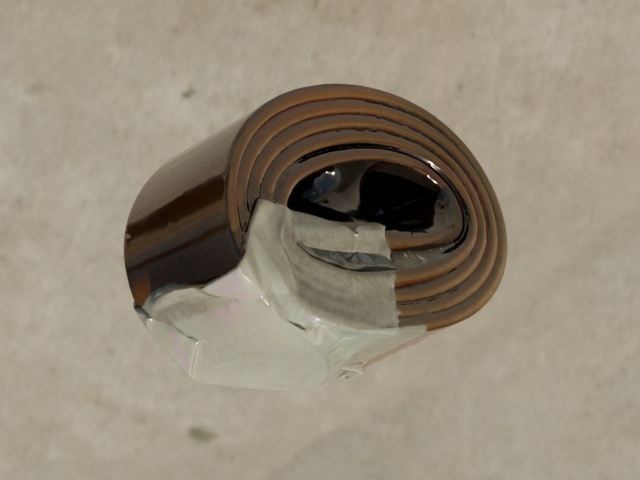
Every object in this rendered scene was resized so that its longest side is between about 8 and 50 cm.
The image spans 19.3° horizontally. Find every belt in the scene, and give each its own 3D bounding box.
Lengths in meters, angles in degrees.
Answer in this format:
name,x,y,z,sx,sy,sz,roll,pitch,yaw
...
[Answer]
name,x,y,z,sx,sy,sz,roll,pitch,yaw
belt,0.000,0.000,1.449,0.122,0.217,0.339,-27,169,38
